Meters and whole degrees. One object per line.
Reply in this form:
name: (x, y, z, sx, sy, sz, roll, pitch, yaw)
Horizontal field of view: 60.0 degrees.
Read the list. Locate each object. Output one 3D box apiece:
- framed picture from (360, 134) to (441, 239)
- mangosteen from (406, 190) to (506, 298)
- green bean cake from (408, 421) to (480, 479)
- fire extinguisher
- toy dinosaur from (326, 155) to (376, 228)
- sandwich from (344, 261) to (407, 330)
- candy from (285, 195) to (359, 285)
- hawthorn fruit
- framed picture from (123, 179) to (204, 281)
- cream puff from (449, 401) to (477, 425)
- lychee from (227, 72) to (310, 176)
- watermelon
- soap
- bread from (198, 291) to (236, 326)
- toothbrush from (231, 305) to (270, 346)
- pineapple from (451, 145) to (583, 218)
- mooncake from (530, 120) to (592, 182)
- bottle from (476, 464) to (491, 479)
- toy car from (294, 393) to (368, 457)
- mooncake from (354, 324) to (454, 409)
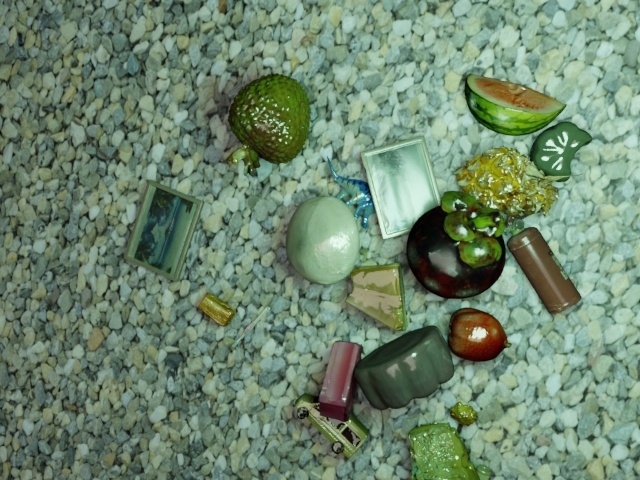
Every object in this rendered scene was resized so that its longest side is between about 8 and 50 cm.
framed picture: (0.263, -0.167, 1.752, 0.213, 0.016, 0.288, -15, 90, -1)
mangosteen: (0.400, 0.024, 1.614, 0.312, 0.311, 0.310, 1, 94, 15)
green bean cake: (0.367, 0.716, 1.663, 0.202, 0.310, 0.284, -15, 92, 18)
fire extinguisher: (0.656, 0.040, 1.655, 0.147, 0.106, 0.336, -29, 86, -16)
toy dinosaur: (0.127, -0.132, 1.792, 0.329, 0.076, 0.144, 30, 91, 7)
sandwich: (0.178, 0.190, 1.783, 0.186, 0.108, 0.219, -7, 95, 15)
candy: (0.000, 0.000, 1.746, 0.296, 0.185, 0.295, -1, 89, 45)
hawthorn fruit: (0.482, 0.291, 1.686, 0.188, 0.169, 0.168, 12, 97, 9)
framed picture: (-0.570, -0.036, 2.010, 0.232, 0.024, 0.314, 22, 100, 11)
cream puff: (0.452, 0.552, 1.758, 0.083, 0.058, 0.083, -36, 86, 16)
lychee: (-0.162, -0.368, 1.758, 0.270, 0.270, 0.319, 37, 110, 10)
watermelon: (0.557, -0.379, 1.661, 0.304, 0.159, 0.128, 22, 137, 14)
soap: (0.065, 0.432, 1.783, 0.099, 0.162, 0.249, 7, 54, 14)
bread: (-0.366, 0.244, 1.960, 0.132, 0.053, 0.074, 33, 105, 11)
toothbrush: (-0.245, 0.304, 1.950, 0.017, 0.022, 0.204, 44, 100, 6)
pineapple: (0.540, -0.165, 1.596, 0.335, 0.161, 0.158, 27, 140, 17)
mooncake: (0.703, -0.257, 1.616, 0.169, 0.104, 0.174, -3, 96, 9)
bottle: (0.507, 0.768, 1.767, 0.063, 0.047, 0.101, 17, 103, 21)
toy car: (0.037, 0.595, 1.852, 0.257, 0.101, 0.124, 43, 94, 7)
mooncake: (0.259, 0.387, 1.690, 0.306, 0.306, 0.154, -28, 92, 15)
